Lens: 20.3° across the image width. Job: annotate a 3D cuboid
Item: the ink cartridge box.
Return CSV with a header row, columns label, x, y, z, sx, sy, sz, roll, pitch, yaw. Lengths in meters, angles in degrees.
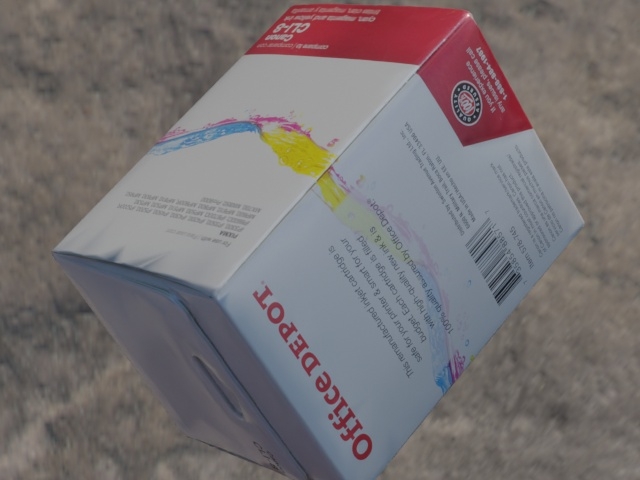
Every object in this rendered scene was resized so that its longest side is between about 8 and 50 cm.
label,x,y,z,sx,sy,sz,roll,pitch,yaw
ink cartridge box,0.000,0.000,0.788,0.176,0.127,0.128,-48,125,-24
